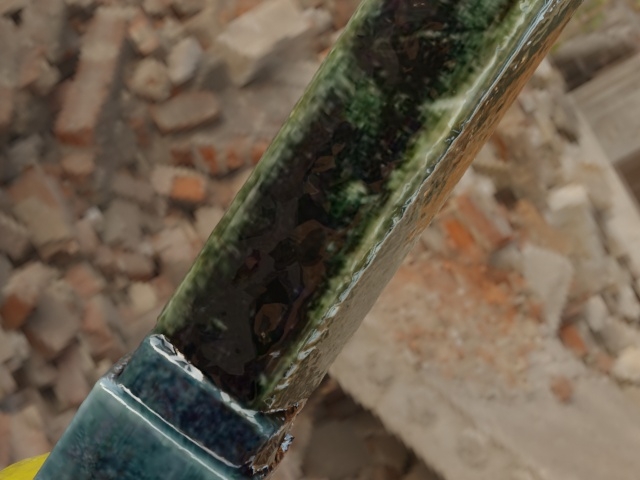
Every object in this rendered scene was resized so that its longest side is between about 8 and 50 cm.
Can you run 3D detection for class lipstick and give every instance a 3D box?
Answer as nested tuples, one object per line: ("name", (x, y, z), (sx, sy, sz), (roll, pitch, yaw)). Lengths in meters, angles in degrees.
("lipstick", (0.000, 0.000, 0.409), (0.051, 0.312, 0.051), (37, 16, 7))

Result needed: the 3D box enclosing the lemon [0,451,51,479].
("lemon", (-0.118, 0.218, 0.834), (0.240, 0.219, 0.240), (-8, 101, -51))
